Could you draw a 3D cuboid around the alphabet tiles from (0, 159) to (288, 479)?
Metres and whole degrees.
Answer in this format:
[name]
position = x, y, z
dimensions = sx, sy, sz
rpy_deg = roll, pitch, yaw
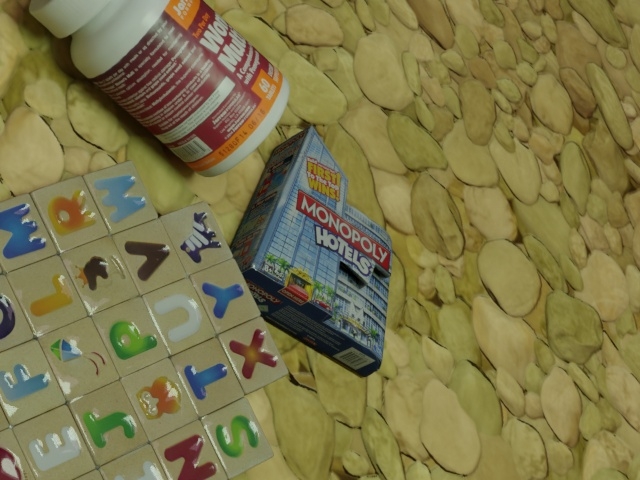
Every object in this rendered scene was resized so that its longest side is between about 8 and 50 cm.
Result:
[alphabet tiles]
position = -0.177, 0.088, 1.447
dimensions = 0.342, 0.011, 0.285
rpy_deg = -22, 86, -45

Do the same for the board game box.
[board game box]
position = 0.000, 0.000, 1.684
dimensions = 0.194, 0.060, 0.194
rpy_deg = 32, 48, -31

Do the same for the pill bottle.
[pill bottle]
position = -0.142, -0.167, 1.578
dimensions = 0.221, 0.121, 0.121
rpy_deg = 42, 43, -23
